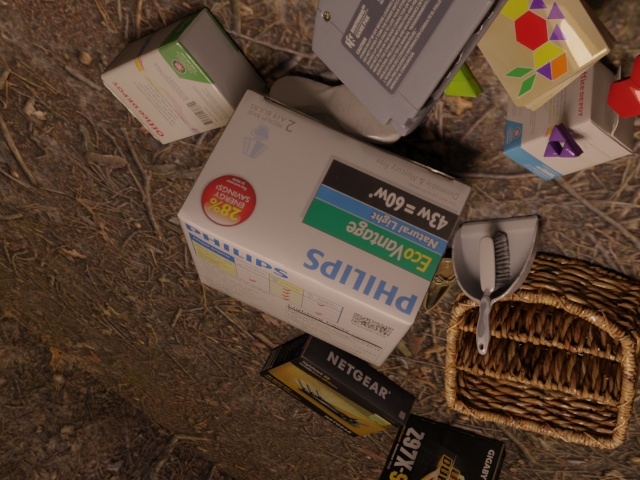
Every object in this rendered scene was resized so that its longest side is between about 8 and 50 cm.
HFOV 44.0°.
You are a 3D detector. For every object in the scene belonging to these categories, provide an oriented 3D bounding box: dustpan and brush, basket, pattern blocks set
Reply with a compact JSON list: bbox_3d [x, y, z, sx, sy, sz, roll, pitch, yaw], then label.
[{"bbox_3d":[0.260,0.068,1.212,0.147,0.211,0.060,-6,170,43],"label":"dustpan and brush"},{"bbox_3d":[0.356,0.166,1.270,0.299,0.223,0.213,11,145,27],"label":"basket"},{"bbox_3d":[0.224,-0.240,0.859,0.285,0.026,0.325,-16,105,52],"label":"pattern blocks set"}]

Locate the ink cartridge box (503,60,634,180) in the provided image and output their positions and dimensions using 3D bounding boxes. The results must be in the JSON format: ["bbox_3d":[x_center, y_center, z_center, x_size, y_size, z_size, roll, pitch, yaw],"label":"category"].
[{"bbox_3d":[0.308,-0.145,0.957,0.089,0.092,0.143,26,154,-32],"label":"ink cartridge box"}]

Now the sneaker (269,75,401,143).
[{"bbox_3d":[0.031,-0.181,1.172,0.212,0.080,0.094,21,161,22],"label":"sneaker"}]

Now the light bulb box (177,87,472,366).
[{"bbox_3d":[0.000,0.000,1.228,0.357,0.225,0.361,25,162,4],"label":"light bulb box"}]

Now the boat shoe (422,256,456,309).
[{"bbox_3d":[0.211,0.075,1.397,0.056,0.048,0.153,5,153,-13],"label":"boat shoe"}]

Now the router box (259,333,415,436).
[{"bbox_3d":[0.037,0.355,1.926,0.308,0.081,0.243,36,148,-13],"label":"router box"}]

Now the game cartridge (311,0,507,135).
[{"bbox_3d":[0.098,-0.280,0.905,0.198,0.062,0.297,52,144,13],"label":"game cartridge"}]

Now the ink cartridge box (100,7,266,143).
[{"bbox_3d":[-0.216,-0.248,1.232,0.212,0.093,0.154,-9,132,43],"label":"ink cartridge box"}]

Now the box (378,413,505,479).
[{"bbox_3d":[0.267,0.596,1.869,0.257,0.322,0.079,13,147,25],"label":"box"}]
